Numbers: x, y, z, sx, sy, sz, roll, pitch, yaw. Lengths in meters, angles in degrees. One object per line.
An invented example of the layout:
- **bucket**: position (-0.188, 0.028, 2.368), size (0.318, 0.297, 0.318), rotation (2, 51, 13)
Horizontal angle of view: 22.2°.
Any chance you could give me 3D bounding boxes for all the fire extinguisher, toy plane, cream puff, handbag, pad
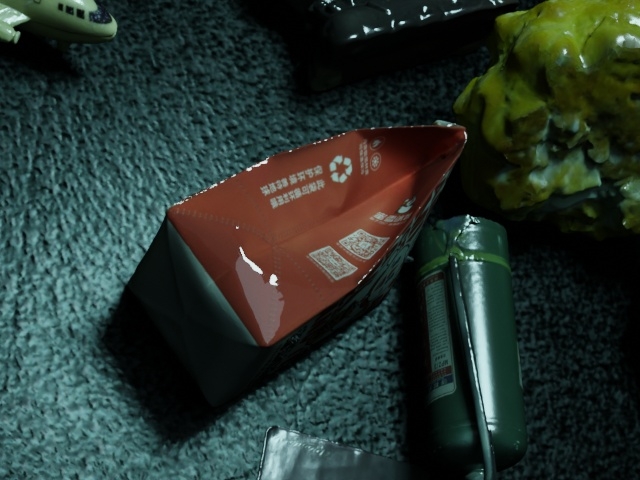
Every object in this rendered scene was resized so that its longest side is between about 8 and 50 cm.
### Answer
- **fire extinguisher**: position (0.132, 0.126, 1.438), size (0.093, 0.118, 0.294), rotation (1, 62, -7)
- **toy plane**: position (-0.297, -0.227, 1.438), size (0.244, 0.092, 0.229), rotation (25, 58, -11)
- **cream puff**: position (0.257, -0.128, 1.540), size (0.281, 0.282, 0.185), rotation (10, 35, -18)
- **handbag**: position (0.000, 0.000, 1.407), size (0.298, 0.171, 0.151), rotation (-29, 79, -29)
- **pad**: position (0.018, 0.229, 1.404), size (0.157, 0.003, 0.112), rotation (17, 62, -14)

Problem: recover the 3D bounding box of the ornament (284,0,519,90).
- **ornament**: position (0.042, -0.291, 1.609), size (0.251, 0.106, 0.260), rotation (-18, 69, -30)
